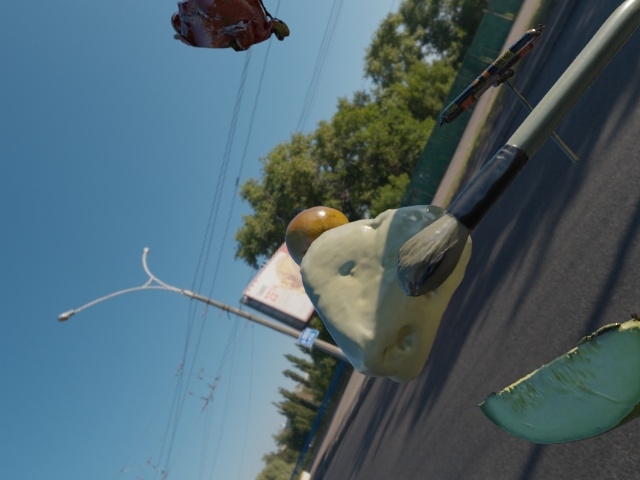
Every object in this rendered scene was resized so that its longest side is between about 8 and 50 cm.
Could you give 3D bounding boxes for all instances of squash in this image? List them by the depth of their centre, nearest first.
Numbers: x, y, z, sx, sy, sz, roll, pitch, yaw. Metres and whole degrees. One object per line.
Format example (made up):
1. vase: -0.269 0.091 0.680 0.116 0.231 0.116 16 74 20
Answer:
1. squash: 0.285 0.190 0.550 0.252 0.093 0.169 -41 -29 25

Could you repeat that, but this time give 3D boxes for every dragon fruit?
1. dragon fruit: -0.112 -0.263 0.530 0.112 0.126 0.068 -44 -34 -40

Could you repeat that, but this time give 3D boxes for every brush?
1. brush: 0.157 -0.076 0.350 0.299 0.039 0.042 -51 -42 1

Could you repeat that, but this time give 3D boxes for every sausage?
1. sausage: 0.253 -0.245 0.698 0.198 0.025 0.028 -44 -11 21

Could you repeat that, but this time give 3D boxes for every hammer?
1. hammer: 0.527 -0.303 1.126 0.058 0.292 0.029 -34 -13 -2

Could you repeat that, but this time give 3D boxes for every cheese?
1. cheese: 0.094 0.049 0.725 0.173 0.248 0.251 25 -83 -39

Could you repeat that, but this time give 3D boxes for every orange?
1. orange: 0.000 0.000 1.024 0.154 0.155 0.134 105 151 -47
